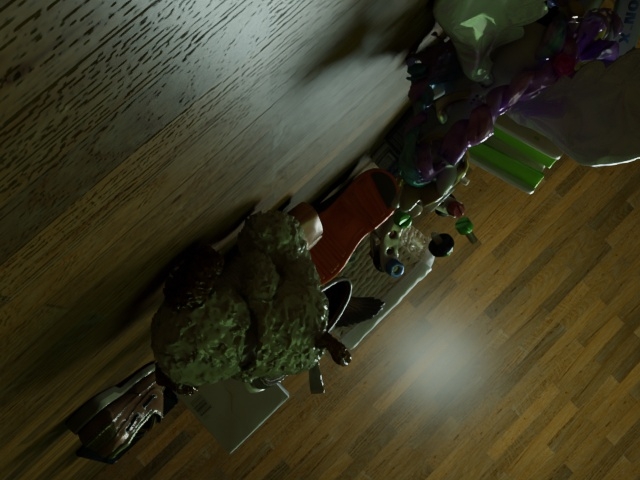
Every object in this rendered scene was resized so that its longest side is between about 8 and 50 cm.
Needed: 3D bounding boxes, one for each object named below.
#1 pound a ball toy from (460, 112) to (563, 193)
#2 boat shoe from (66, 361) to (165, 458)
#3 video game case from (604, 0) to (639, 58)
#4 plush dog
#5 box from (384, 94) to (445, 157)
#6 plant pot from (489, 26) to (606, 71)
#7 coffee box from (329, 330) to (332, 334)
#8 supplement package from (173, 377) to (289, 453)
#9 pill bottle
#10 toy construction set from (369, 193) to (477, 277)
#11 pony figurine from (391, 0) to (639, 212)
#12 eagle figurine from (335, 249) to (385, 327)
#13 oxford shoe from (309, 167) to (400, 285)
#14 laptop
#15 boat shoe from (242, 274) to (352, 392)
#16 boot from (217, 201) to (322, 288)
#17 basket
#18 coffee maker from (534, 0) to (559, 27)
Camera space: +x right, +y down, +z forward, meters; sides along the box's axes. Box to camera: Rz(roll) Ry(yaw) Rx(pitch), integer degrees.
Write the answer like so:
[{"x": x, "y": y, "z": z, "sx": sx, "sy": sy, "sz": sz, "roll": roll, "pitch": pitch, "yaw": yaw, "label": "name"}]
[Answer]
[{"x": 0.373, "y": -0.232, "z": 1.485, "sx": 0.136, "sy": 0.319, "sz": 0.208, "roll": -55, "pitch": 172, "yaw": -41, "label": "pound a ball toy"}, {"x": -0.351, "y": 0.320, "z": 1.201, "sx": 0.111, "sy": 0.104, "sz": 0.307, "roll": -45, "pitch": 176, "yaw": 14, "label": "boat shoe"}, {"x": 0.461, "y": -0.364, "z": 0.952, "sx": 0.329, "sy": 0.036, "sz": 0.300, "roll": -16, "pitch": 119, "yaw": -69, "label": "video game case"}, {"x": -0.104, "y": 0.113, "z": 0.812, "sx": 0.225, "sy": 0.210, "sz": 0.262, "roll": -5, "pitch": 122, "yaw": -34, "label": "plush dog"}, {"x": 0.246, "y": -0.245, "z": 1.236, "sx": 0.153, "sy": 0.108, "sz": 0.207, "roll": -39, "pitch": 174, "yaw": -44, "label": "box"}, {"x": 0.462, "y": -0.392, "z": 1.301, "sx": 0.187, "sy": 0.212, "sz": 0.212, "roll": -61, "pitch": 168, "yaw": 26, "label": "plant pot"}, {"x": -0.097, "y": 0.245, "z": 1.841, "sx": 0.141, "sy": 0.246, "sz": 0.098, "roll": -23, "pitch": 122, "yaw": -77, "label": "coffee box"}, {"x": -0.241, "y": 0.370, "z": 1.645, "sx": 0.204, "sy": 0.262, "sz": 0.145, "roll": -43, "pitch": 175, "yaw": -8, "label": "supplement package"}, {"x": 0.196, "y": -0.143, "z": 1.342, "sx": 0.094, "sy": 0.169, "sz": 0.094, "roll": -43, "pitch": 176, "yaw": -4, "label": "pill bottle"}, {"x": 0.173, "y": -0.100, "z": 1.491, "sx": 0.257, "sy": 0.237, "sz": 0.309, "roll": -31, "pitch": -151, "yaw": 18, "label": "toy construction set"}, {"x": 0.239, "y": -0.209, "z": 0.762, "sx": 0.351, "sy": 0.303, "sz": 0.363, "roll": -36, "pitch": -162, "yaw": 47, "label": "pony figurine"}, {"x": -0.027, "y": 0.132, "z": 1.576, "sx": 0.298, "sy": 0.226, "sz": 0.225, "roll": -31, "pitch": -160, "yaw": 23, "label": "eagle figurine"}, {"x": 0.000, "y": 0.000, "z": 1.261, "sx": 0.364, "sy": 0.130, "sz": 0.133, "roll": -37, "pitch": -174, "yaw": -18, "label": "oxford shoe"}, {"x": -0.506, "y": 0.454, "z": 1.689, "sx": 0.234, "sy": 0.136, "sz": 0.264, "roll": -43, "pitch": -159, "yaw": -5, "label": "laptop"}, {"x": -0.039, "y": 0.161, "z": 1.197, "sx": 0.097, "sy": 0.116, "sz": 0.324, "roll": -10, "pitch": -158, "yaw": 31, "label": "boat shoe"}, {"x": -0.100, "y": 0.051, "z": 1.080, "sx": 0.220, "sy": 0.109, "sz": 0.283, "roll": -46, "pitch": 169, "yaw": -17, "label": "boot"}, {"x": 0.118, "y": 0.071, "z": 1.811, "sx": 0.331, "sy": 0.266, "sz": 0.328, "roll": -49, "pitch": 178, "yaw": 17, "label": "basket"}, {"x": 0.428, "y": -0.411, "z": 1.117, "sx": 0.178, "sy": 0.120, "sz": 0.171, "roll": -52, "pitch": -171, "yaw": 9, "label": "coffee maker"}]
